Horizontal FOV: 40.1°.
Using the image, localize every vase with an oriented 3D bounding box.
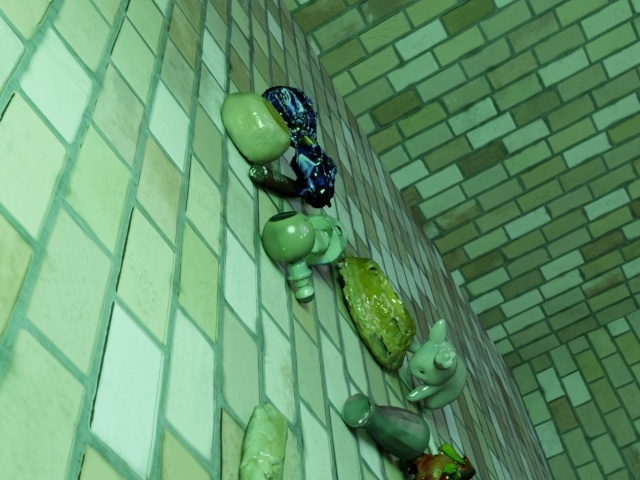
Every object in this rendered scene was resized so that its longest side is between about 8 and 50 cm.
[{"bbox_3d":[0.109,0.315,1.504,0.214,0.086,0.086,38,27,-52],"label":"vase"}]

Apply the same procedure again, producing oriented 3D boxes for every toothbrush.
[{"bbox_3d":[0.259,0.495,1.845,0.026,0.022,0.263,65,5,-58],"label":"toothbrush"},{"bbox_3d":[-0.067,-0.108,1.777,0.040,0.041,0.364,65,12,11],"label":"toothbrush"}]

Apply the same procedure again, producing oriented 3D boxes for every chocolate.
[{"bbox_3d":[-0.028,-0.175,1.773,0.343,0.126,0.148,-117,-154,-43],"label":"chocolate"}]

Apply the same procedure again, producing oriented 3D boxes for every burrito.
[{"bbox_3d":[-0.064,0.248,1.016,0.188,0.045,0.058,-91,157,-68],"label":"burrito"}]

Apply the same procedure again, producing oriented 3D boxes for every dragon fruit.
[{"bbox_3d":[0.201,0.426,1.577,0.138,0.142,0.175,2,18,-36],"label":"dragon fruit"}]

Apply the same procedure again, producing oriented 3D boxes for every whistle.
[{"bbox_3d":[0.000,0.000,1.692,0.110,0.092,0.244,64,11,0],"label":"whistle"}]

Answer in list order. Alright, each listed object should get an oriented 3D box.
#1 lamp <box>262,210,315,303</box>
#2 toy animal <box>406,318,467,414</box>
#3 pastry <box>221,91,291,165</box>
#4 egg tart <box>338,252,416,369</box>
[{"bbox_3d":[-0.043,0.033,1.499,0.091,0.091,0.163,-81,157,-70],"label":"lamp"},{"bbox_3d":[0.244,0.275,1.940,0.282,0.138,0.140,56,19,-58],"label":"toy animal"},{"bbox_3d":[-0.122,-0.218,1.671,0.156,0.092,0.156,54,8,-11],"label":"pastry"},{"bbox_3d":[0.128,0.145,1.895,0.278,0.095,0.279,59,13,-23],"label":"egg tart"}]
